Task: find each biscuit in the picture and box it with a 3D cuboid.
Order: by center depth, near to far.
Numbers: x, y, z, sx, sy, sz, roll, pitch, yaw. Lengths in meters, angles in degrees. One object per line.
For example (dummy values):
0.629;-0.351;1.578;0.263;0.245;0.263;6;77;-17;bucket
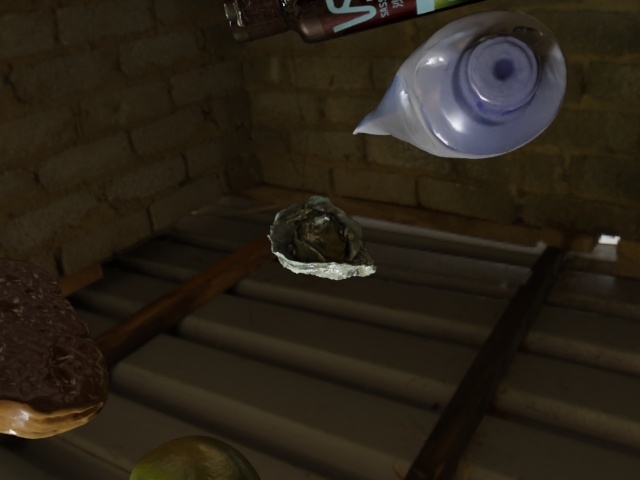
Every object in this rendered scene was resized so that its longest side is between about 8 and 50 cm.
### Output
-0.277;0.116;0.479;0.262;0.052;0.277;40;-154;24;biscuit

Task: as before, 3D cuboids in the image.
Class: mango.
-0.146;0.294;0.786;0.191;0.085;0.122;24;-108;35;mango

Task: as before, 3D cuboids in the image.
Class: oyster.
0.001;0.000;0.621;0.098;0.037;0.100;-11;-133;8;oyster

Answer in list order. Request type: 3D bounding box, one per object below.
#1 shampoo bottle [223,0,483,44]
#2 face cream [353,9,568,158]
0.056;-0.285;0.706;0.322;0.129;0.084;-12;-123;6;shampoo bottle
0.162;-0.168;0.786;0.234;0.137;0.420;-20;-174;2;face cream
